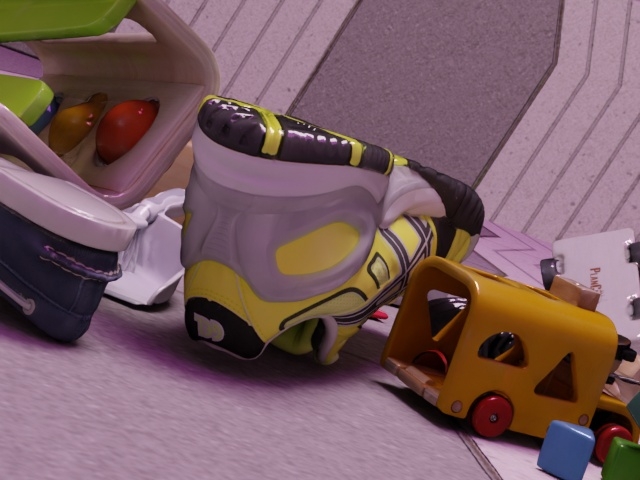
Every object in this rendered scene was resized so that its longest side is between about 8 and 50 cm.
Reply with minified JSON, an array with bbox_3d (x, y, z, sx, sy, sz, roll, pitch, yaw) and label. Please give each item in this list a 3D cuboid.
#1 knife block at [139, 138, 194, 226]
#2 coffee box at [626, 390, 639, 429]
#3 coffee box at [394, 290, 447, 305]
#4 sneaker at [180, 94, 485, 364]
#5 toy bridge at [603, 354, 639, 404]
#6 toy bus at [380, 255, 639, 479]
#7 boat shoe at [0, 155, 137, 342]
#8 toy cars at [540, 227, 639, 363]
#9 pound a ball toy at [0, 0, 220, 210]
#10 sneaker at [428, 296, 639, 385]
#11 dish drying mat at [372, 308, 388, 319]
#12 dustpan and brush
[{"bbox_3d":[-0.130,-0.044,1.270,0.242,0.088,0.275,12,8,-28],"label":"knife block"},{"bbox_3d":[0.282,0.143,0.947,0.184,0.040,0.113,15,36,-35],"label":"coffee box"},{"bbox_3d":[0.013,-0.022,1.475,0.141,0.098,0.246,16,7,-32],"label":"coffee box"},{"bbox_3d":[0.000,0.000,1.039,0.145,0.147,0.384,20,4,23],"label":"sneaker"},{"bbox_3d":[0.248,0.116,1.208,0.188,0.026,0.063,31,-25,40],"label":"toy bridge"},{"bbox_3d":[0.146,0.075,1.012,0.191,0.104,0.202,22,7,17],"label":"toy bus"},{"bbox_3d":[-0.209,-0.021,0.882,0.254,0.079,0.095,26,6,29],"label":"boat shoe"},{"bbox_3d":[0.313,0.100,1.332,0.176,0.087,0.393,-30,31,-22],"label":"toy cars"},{"bbox_3d":[-0.147,-0.123,1.019,0.136,0.208,0.319,45,-18,-28],"label":"pound a ball toy"},{"bbox_3d":[0.157,0.089,1.172,0.170,0.051,0.089,22,1,-8],"label":"sneaker"},{"bbox_3d":[0.014,0.051,1.267,0.083,0.008,0.032,16,8,-30],"label":"dish drying mat"},{"bbox_3d":[-0.136,-0.009,1.085,0.147,0.060,0.211,21,6,15],"label":"dustpan and brush"}]
